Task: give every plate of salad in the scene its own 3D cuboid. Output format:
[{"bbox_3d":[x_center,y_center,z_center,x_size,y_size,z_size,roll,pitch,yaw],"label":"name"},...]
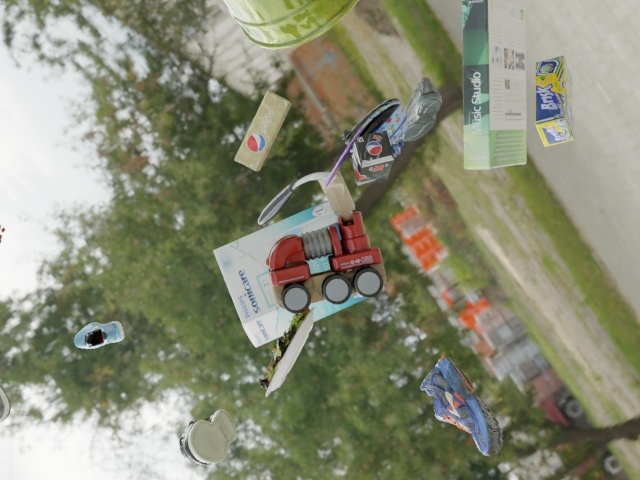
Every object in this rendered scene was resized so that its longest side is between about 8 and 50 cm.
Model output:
[{"bbox_3d":[-0.067,0.215,1.760,0.048,0.200,0.200,28,-176,4],"label":"plate of salad"}]

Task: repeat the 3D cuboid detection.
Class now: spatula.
[{"bbox_3d":[-0.021,-0.088,1.370,0.030,0.296,0.084,43,-129,-12],"label":"spatula"}]

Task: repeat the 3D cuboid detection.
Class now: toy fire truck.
[{"bbox_3d":[0.000,0.000,1.700,0.158,0.217,0.246,-147,45,-84],"label":"toy fire truck"}]

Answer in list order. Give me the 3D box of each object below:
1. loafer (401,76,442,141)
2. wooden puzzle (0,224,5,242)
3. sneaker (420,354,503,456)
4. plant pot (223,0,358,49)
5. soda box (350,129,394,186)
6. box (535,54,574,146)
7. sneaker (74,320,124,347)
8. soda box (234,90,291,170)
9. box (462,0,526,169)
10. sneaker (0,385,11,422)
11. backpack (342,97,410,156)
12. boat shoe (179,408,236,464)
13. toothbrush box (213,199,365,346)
[{"bbox_3d":[0.295,-0.387,2.654,0.267,0.096,0.084,118,143,-66],"label":"loafer"},{"bbox_3d":[-0.665,0.005,1.805,0.006,0.083,0.049,21,173,19],"label":"wooden puzzle"},{"bbox_3d":[0.256,0.312,1.628,0.083,0.087,0.221,42,-169,-39],"label":"sneaker"},{"bbox_3d":[-0.122,-0.637,1.798,0.353,0.366,0.366,37,-162,-47],"label":"plant pot"},{"bbox_3d":[0.086,-0.137,1.528,0.169,0.060,0.053,88,168,-82],"label":"soda box"},{"bbox_3d":[0.409,-0.245,1.565,0.059,0.054,0.169,54,-146,-39],"label":"box"},{"bbox_3d":[-0.564,0.236,2.222,0.073,0.162,0.063,-15,-93,-54],"label":"sneaker"},{"bbox_3d":[-0.134,-0.257,2.108,0.061,0.181,0.058,27,-174,2],"label":"soda box"},{"bbox_3d":[0.338,-0.301,1.727,0.232,0.058,0.322,-12,-79,-59],"label":"box"},{"bbox_3d":[-0.869,0.327,2.074,0.295,0.124,0.178,35,-179,9],"label":"sneaker"},{"bbox_3d":[0.153,-0.266,2.214,0.117,0.173,0.158,45,-171,-16],"label":"backpack"},{"bbox_3d":[-0.323,0.543,2.411,0.127,0.113,0.340,59,-172,-3],"label":"boat shoe"},{"bbox_3d":[-0.062,0.073,2.010,0.126,0.295,0.216,70,176,-56],"label":"toothbrush box"}]
